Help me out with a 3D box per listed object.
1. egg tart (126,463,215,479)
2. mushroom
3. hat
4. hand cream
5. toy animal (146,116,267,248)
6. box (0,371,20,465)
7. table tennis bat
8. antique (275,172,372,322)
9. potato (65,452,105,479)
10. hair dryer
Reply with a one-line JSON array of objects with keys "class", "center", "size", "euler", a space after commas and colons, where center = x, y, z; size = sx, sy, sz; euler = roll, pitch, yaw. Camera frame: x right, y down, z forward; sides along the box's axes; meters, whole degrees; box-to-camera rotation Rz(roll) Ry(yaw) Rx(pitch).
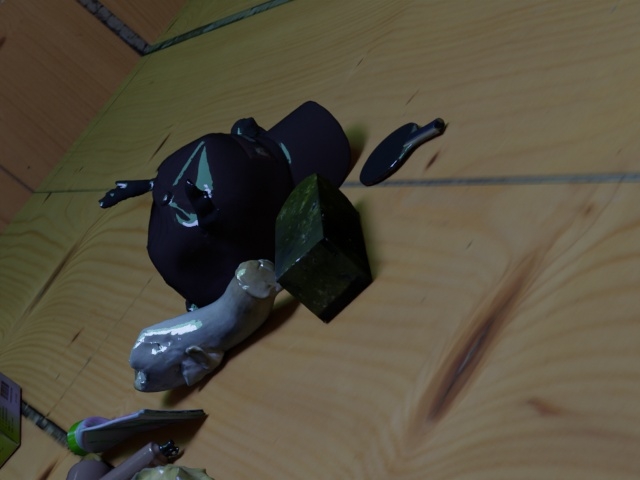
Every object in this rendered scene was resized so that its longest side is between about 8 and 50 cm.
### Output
[{"class": "egg tart", "center": [-0.195, 0.368, 1.001], "size": [0.443, 0.178, 0.443], "euler": [-47, 32, 43]}, {"class": "mushroom", "center": [-0.145, 0.111, 1.664], "size": [0.278, 0.096, 0.099], "euler": [-33, 26, 30]}, {"class": "hat", "center": [-0.136, -0.082, 1.763], "size": [0.336, 0.209, 0.238], "euler": [-53, 42, -4]}, {"class": "hand cream", "center": [-0.245, 0.235, 1.678], "size": [0.079, 0.050, 0.275], "euler": [-27, 3, -36]}, {"class": "toy animal", "center": [-0.175, -0.069, 2.049], "size": [0.168, 0.106, 0.343], "euler": [-40, 18, 27]}, {"class": "box", "center": [-0.586, 0.341, 2.234], "size": [0.175, 0.062, 0.260], "euler": [-48, 19, 4]}, {"class": "table tennis bat", "center": [0.101, -0.118, 1.671], "size": [0.158, 0.014, 0.095], "euler": [-27, 28, 51]}, {"class": "antique", "center": [0.000, 0.000, 1.574], "size": [0.080, 0.081, 0.221], "euler": [-42, 20, 15]}, {"class": "potato", "center": [-0.310, 0.313, 1.718], "size": [0.051, 0.040, 0.083], "euler": [-22, 33, 50]}, {"class": "hair dryer", "center": [-0.241, 0.290, 1.603], "size": [0.182, 0.064, 0.117], "euler": [-34, 21, 17]}]
